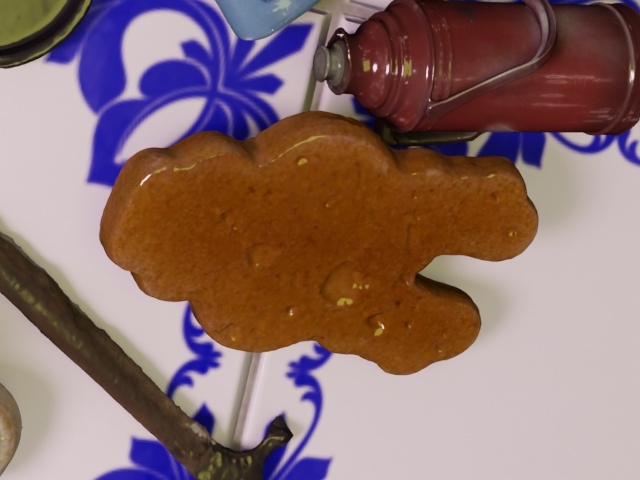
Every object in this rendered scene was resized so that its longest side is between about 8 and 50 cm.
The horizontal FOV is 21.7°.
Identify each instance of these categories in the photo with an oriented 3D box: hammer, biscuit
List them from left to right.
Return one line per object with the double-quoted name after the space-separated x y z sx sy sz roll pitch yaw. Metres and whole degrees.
-0.141 0.078 1.082 0.125 0.027 0.297 -48 117 -15 "hammer"
-0.001 -0.002 1.101 0.295 0.044 0.186 15 114 -30 "biscuit"

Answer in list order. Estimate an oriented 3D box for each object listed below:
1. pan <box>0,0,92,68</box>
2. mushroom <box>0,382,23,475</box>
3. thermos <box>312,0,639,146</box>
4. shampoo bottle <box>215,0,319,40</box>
-0.227 -0.131 0.991 0.136 0.028 0.235 40 80 -27 "pan"
-0.224 0.120 1.027 0.084 0.067 0.083 -11 112 -28 "mushroom"
0.102 -0.113 1.124 0.232 0.099 0.124 -3 136 -24 "thermos"
-0.076 -0.253 1.020 0.104 0.061 0.258 -41 115 -14 "shampoo bottle"
